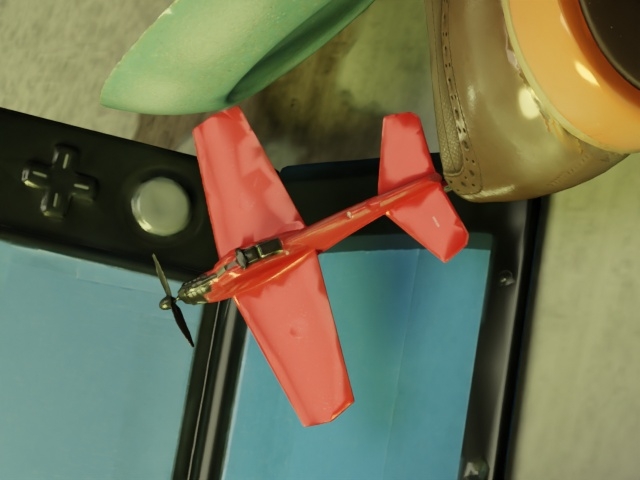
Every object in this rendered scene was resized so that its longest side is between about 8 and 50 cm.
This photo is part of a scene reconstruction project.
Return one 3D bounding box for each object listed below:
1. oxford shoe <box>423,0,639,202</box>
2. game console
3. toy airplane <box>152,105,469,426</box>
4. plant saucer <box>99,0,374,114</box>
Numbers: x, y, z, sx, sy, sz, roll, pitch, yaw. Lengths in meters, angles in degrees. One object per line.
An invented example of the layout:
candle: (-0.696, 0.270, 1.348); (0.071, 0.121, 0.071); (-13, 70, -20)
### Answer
oxford shoe: (0.087, -0.188, 0.855); (0.133, 0.130, 0.363); (-33, 45, 49)
game console: (-0.066, 0.084, 0.865); (0.173, 0.250, 0.293); (149, 133, -67)
toy airplane: (0.000, 0.000, 0.847); (0.151, 0.028, 0.151); (-3, 75, 11)
plant saucer: (-0.014, -0.108, 0.912); (0.195, 0.195, 0.037); (-39, 86, 28)
